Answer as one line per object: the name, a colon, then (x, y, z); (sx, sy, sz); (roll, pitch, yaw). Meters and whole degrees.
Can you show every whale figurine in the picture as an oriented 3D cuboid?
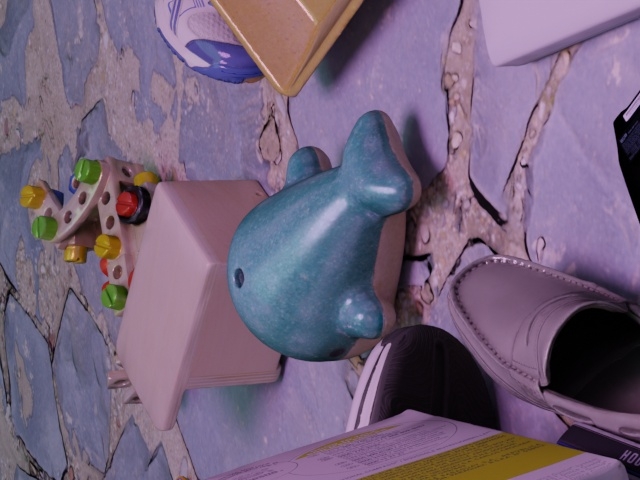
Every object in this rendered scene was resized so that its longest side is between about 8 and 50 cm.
whale figurine: (0.000, 0.000, 1.607); (0.272, 0.141, 0.216); (-60, 43, 49)

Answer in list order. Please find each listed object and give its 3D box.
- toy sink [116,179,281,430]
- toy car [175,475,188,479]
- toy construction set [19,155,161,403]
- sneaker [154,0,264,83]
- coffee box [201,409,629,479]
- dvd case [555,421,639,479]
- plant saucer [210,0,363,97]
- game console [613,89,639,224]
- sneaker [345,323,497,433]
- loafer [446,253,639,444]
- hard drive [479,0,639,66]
toy sink: (-0.117, 0.071, 1.874); (0.153, 0.131, 0.234); (54, 137, 45)
toy car: (-0.163, 0.319, 2.109); (0.040, 0.060, 0.122); (-56, 44, 6)
toy construction set: (-0.245, 0.038, 2.101); (0.215, 0.151, 0.327); (-31, 74, 35)
sneaker: (-0.121, -0.298, 1.822); (0.296, 0.112, 0.131); (64, 147, 33)
coffee box: (0.024, 0.336, 1.192); (0.334, 0.338, 0.337); (1, 106, 68)
dvd case: (0.272, 0.208, 1.109); (0.179, 0.029, 0.239); (50, 165, -25)
plant saucer: (-0.042, -0.347, 1.595); (0.333, 0.081, 0.333); (54, 149, 8)
game console: (0.306, -0.077, 1.086); (0.213, 0.044, 0.361); (68, 150, 26)
sneaker: (0.003, 0.291, 1.516); (0.257, 0.169, 0.447); (2, 84, 48)
loafer: (0.195, 0.078, 1.233); (0.319, 0.112, 0.111); (30, 163, 49)
hard drive: (0.203, -0.258, 1.255); (0.307, 0.040, 0.203); (-17, 81, 64)
